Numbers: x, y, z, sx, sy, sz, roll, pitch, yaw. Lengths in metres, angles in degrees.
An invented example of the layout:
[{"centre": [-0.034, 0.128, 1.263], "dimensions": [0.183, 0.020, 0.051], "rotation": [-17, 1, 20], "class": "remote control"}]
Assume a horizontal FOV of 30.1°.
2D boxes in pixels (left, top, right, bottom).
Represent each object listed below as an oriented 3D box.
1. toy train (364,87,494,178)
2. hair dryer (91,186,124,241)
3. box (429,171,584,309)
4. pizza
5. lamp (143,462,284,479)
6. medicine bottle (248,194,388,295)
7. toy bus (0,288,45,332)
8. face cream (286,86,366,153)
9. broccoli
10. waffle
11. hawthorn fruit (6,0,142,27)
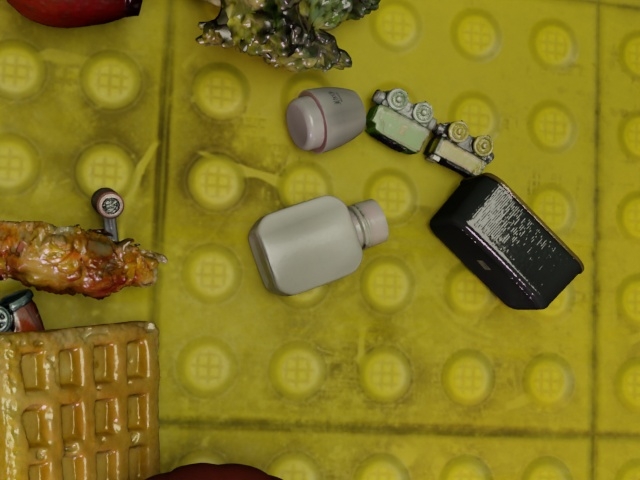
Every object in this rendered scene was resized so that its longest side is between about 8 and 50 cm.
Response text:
[{"centre": [0.157, -0.150, 1.722], "dimensions": [0.202, 0.060, 0.081], "rotation": [27, 84, -12], "class": "toy train"}, {"centre": [-0.278, -0.011, 1.583], "dimensions": [0.037, 0.063, 0.114], "rotation": [-9, 102, -16], "class": "hair dryer"}, {"centre": [0.260, 0.007, 1.691], "dimensions": [0.201, 0.144, 0.090], "rotation": [45, 77, -9], "class": "box"}, {"centre": [-0.331, 0.024, 1.469], "dimensions": [0.290, 0.229, 0.081], "rotation": [12, 79, -16], "class": "pizza"}, {"centre": [-0.137, 0.409, 1.466], "dimensions": [0.303, 0.257, 0.303], "rotation": [-6, 127, -8], "class": "lamp"}, {"centre": [0.000, 0.000, 1.653], "dimensions": [0.183, 0.069, 0.119], "rotation": [-20, 89, -16], "class": "medicine bottle"}, {"centre": [-0.462, 0.161, 1.480], "dimensions": [0.265, 0.121, 0.119], "rotation": [-28, 100, -18], "class": "toy bus"}, {"centre": [0.008, -0.171, 1.664], "dimensions": [0.095, 0.091, 0.091], "rotation": [-17, 89, -25], "class": "face cream"}, {"centre": [-0.041, -0.382, 1.581], "dimensions": [0.324, 0.272, 0.334], "rotation": [38, 44, -11], "class": "broccoli"}, {"centre": [-0.305, 0.216, 1.480], "dimensions": [0.248, 0.055, 0.221], "rotation": [0, 89, -50], "class": "waffle"}, {"centre": [-0.330, -0.370, 1.531], "dimensions": [0.250, 0.215, 0.215], "rotation": [-12, 88, -9], "class": "hawthorn fruit"}]
